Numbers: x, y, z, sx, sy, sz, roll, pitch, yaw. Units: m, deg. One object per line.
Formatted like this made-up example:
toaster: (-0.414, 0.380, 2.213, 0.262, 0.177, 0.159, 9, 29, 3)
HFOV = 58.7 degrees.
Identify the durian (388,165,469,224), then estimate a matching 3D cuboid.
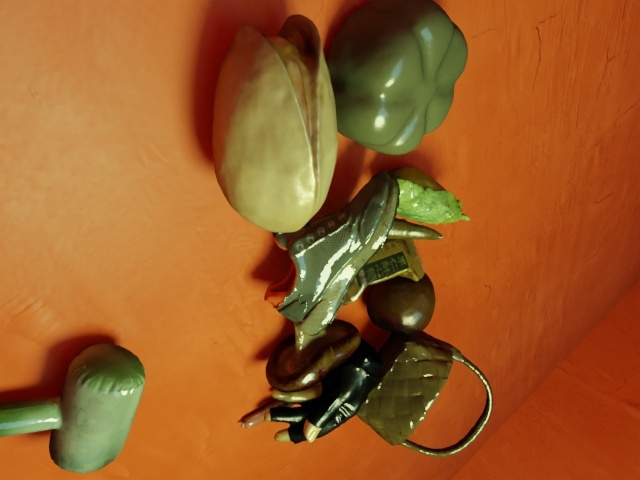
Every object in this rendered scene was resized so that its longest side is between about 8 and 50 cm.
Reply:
durian: (0.204, -0.084, 1.170, 0.250, 0.139, 0.101, 17, 114, -51)

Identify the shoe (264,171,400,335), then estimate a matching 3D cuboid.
shoe: (0.000, 0.000, 1.036, 0.171, 0.132, 0.336, 29, 100, -16)

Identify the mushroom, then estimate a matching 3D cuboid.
mushroom: (-0.038, 0.180, 1.175, 0.227, 0.148, 0.217, -38, 124, -32)

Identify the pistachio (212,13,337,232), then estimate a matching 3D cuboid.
pistachio: (-0.057, -0.151, 0.801, 0.187, 0.187, 0.299, -23, 131, -33)

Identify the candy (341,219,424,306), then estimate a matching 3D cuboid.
candy: (0.122, 0.048, 1.217, 0.271, 0.101, 0.143, -19, 90, -40)

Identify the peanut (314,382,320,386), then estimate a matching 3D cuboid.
peanut: (-0.008, 0.335, 1.383, 0.083, 0.037, 0.037, -33, 140, -24)

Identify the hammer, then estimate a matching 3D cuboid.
hammer: (-0.434, 0.259, 0.826, 0.335, 0.119, 0.206, 3, 116, -40)

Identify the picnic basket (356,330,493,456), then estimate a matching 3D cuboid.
picnic basket: (0.268, 0.396, 1.427, 0.293, 0.337, 0.337, -55, 143, 7)

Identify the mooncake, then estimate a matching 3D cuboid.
mooncake: (0.131, -0.268, 0.947, 0.275, 0.135, 0.275, -32, 141, -30)

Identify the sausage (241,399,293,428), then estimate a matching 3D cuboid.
sausage: (-0.093, 0.389, 1.345, 0.223, 0.029, 0.029, -18, 132, -36)

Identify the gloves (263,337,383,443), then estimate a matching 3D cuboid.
gloves: (0.010, 0.345, 1.277, 0.301, 0.197, 0.152, -31, 106, 1)

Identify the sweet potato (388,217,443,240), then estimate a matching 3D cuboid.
sweet potato: (0.135, -0.030, 1.176, 0.249, 0.069, 0.059, 10, 93, -21)

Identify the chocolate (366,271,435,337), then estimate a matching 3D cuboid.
chocolate: (0.191, 0.135, 1.329, 0.177, 0.177, 0.177, -27, 137, -29)
